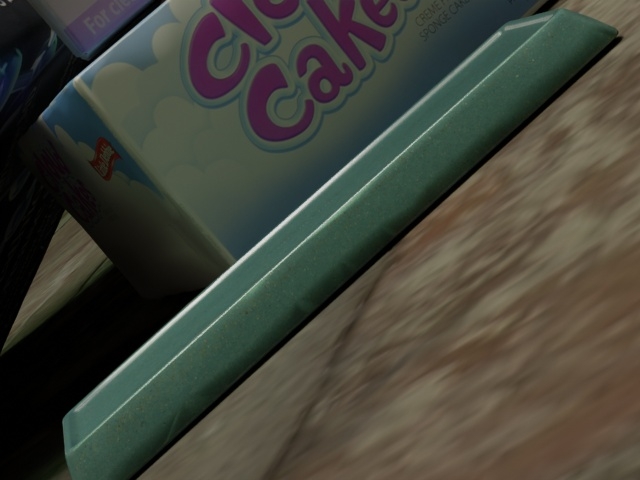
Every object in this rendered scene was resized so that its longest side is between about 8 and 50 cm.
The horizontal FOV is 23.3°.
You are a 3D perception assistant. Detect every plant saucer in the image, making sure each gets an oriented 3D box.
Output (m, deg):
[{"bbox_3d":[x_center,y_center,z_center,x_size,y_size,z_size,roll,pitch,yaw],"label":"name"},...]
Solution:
[{"bbox_3d":[0.000,0.000,0.437,0.192,0.018,0.067,-41,10,-5],"label":"plant saucer"}]

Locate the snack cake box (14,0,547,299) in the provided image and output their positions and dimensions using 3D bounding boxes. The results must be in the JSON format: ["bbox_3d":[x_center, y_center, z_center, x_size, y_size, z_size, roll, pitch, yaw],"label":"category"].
[{"bbox_3d":[0.016,-0.098,0.594,0.264,0.089,0.152,-44,11,-17],"label":"snack cake box"}]

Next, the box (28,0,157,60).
[{"bbox_3d":[0.015,-0.193,0.565,0.324,0.067,0.063,-41,9,-4],"label":"box"}]

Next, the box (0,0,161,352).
[{"bbox_3d":[-0.248,-0.029,0.684,0.293,0.212,0.395,-61,1,23],"label":"box"}]
